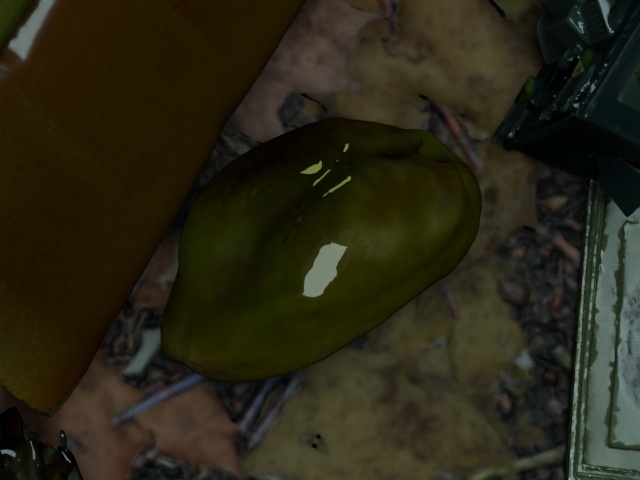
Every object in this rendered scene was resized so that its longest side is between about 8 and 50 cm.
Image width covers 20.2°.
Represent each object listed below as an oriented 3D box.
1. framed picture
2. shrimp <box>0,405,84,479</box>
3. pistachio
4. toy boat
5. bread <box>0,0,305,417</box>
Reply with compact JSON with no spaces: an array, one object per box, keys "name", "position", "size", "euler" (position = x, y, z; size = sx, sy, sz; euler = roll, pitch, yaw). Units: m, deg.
[{"name":"framed picture","position":[0.251,0.059,0.983],"size":[0.231,0.010,0.173],"euler":[6,81,-7]},{"name":"shrimp","position":[-0.161,0.222,0.819],"size":[0.054,0.222,0.290],"euler":[-13,80,35]},{"name":"pistachio","position":[0.000,0.002,0.910],"size":[0.189,0.110,0.100],"euler":[-27,118,-11]},{"name":"toy boat","position":[0.189,-0.171,0.956],"size":[0.122,0.114,0.296],"euler":[31,78,-11]},{"name":"bread","position":[-0.100,-0.101,0.900],"size":[0.138,0.077,0.361],"euler":[41,74,-41]}]
